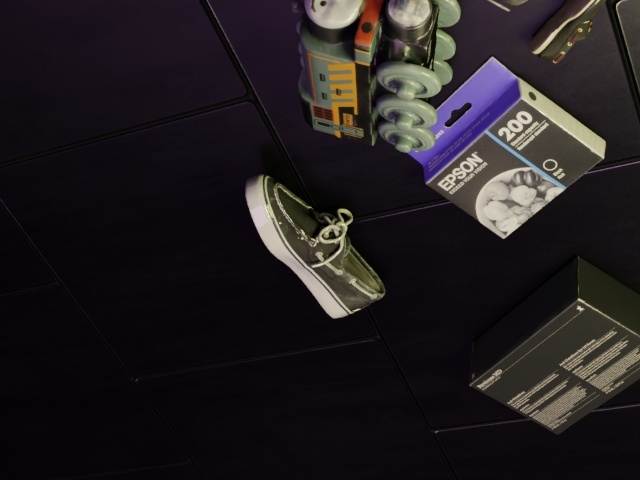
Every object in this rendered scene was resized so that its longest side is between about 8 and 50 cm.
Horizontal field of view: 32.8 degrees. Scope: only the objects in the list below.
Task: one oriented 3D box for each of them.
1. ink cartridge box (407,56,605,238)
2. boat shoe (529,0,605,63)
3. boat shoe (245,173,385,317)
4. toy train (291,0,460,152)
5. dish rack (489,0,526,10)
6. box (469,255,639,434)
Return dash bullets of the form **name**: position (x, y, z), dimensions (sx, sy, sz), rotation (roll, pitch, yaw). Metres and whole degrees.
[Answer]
- **ink cartridge box**: position (0.246, -0.122, 1.503), dimensions (0.208, 0.045, 0.206), rotation (34, 130, -15)
- **boat shoe**: position (0.317, -0.273, 1.349), dimensions (0.042, 0.049, 0.133), rotation (26, 134, -17)
- **boat shoe**: position (0.000, 0.003, 1.628), dimensions (0.105, 0.113, 0.306), rotation (-21, 126, 21)
- **toy train**: position (0.063, -0.214, 1.332), dimensions (0.190, 0.142, 0.334), rotation (13, 166, 7)
- **dish rack**: position (0.143, -0.351, 1.140), dimensions (0.271, 0.074, 0.208), rotation (27, 141, -5)
- **box**: position (0.384, 0.169, 1.692), dimensions (0.184, 0.103, 0.261), rotation (29, 132, -17)
